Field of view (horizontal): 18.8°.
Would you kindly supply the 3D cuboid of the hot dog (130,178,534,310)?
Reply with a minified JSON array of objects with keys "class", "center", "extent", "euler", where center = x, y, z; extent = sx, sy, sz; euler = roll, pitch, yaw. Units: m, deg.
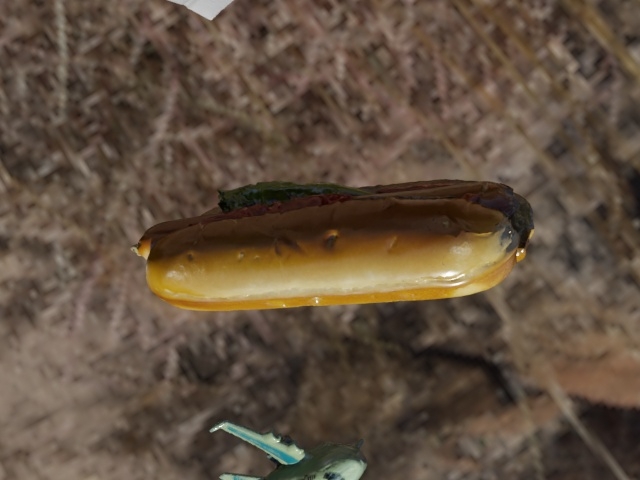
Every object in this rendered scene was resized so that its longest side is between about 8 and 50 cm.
[{"class":"hot dog","center":[0.000,0.000,1.057],"extent":[0.236,0.062,0.092],"euler":[-5,-161,21]}]

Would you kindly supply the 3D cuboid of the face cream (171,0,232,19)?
[{"class":"face cream","center":[-0.269,-0.323,1.888],"extent":[0.420,0.137,0.235],"euler":[24,167,-14]}]

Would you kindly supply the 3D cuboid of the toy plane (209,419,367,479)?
[{"class":"toy plane","center":[-0.006,0.097,0.786],"extent":[0.083,0.080,0.033],"euler":[-31,-167,46]}]
